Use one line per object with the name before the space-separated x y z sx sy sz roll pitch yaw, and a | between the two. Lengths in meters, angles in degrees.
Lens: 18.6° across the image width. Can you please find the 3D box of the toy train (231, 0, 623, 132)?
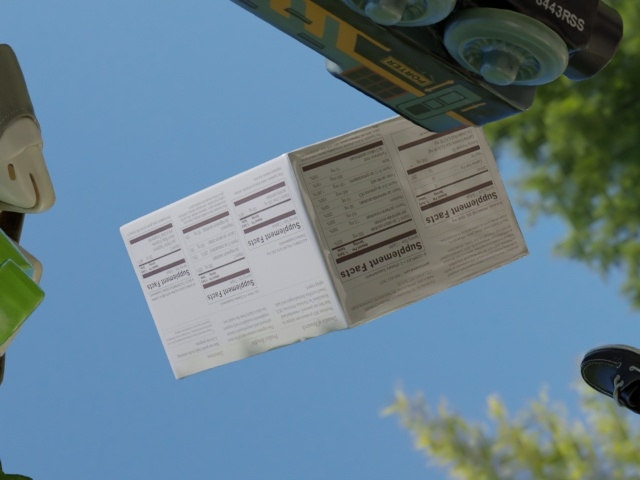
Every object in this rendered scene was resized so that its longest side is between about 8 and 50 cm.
toy train | 0.022 -0.179 1.176 0.334 0.190 0.142 27 -114 -28

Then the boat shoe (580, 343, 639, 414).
boat shoe | 0.244 0.113 1.474 0.038 0.125 0.046 -38 -49 -35

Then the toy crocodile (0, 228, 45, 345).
toy crocodile | -0.210 0.049 0.816 0.115 0.105 0.340 44 -156 -7

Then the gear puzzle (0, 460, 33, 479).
gear puzzle | -0.213 0.149 0.925 0.339 0.044 0.175 31 -132 -10

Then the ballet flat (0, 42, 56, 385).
ballet flat | -0.194 -0.010 1.185 0.072 0.068 0.213 -3 -73 -69

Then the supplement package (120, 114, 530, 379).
supplement package | 0.000 0.000 1.615 0.204 0.262 0.145 -20 -89 -37
